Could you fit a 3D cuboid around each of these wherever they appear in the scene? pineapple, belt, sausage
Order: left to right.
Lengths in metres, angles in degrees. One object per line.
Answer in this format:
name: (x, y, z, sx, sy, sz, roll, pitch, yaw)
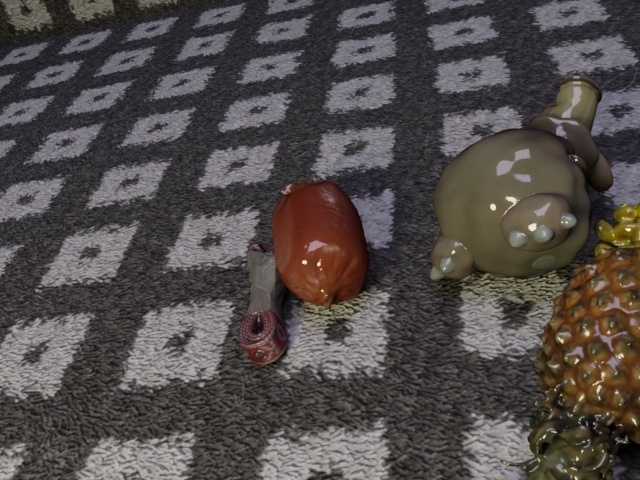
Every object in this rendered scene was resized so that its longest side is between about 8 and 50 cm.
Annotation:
belt: (-0.082, 0.089, 1.017, 0.071, 0.053, 0.232, -19, 36, 9)
sausage: (0.000, 0.000, 1.023, 0.148, 0.148, 0.254, -11, 37, 7)
pineapple: (0.279, 0.173, 0.708, 0.175, 0.175, 0.361, 23, 67, 40)

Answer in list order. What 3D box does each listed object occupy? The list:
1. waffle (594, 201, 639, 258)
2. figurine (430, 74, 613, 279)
waffle: (0.526, 0.023, 0.860, 0.312, 0.060, 0.307, -16, 40, 1)
figurine: (0.304, -0.096, 0.971, 0.380, 0.203, 0.248, -49, 16, -33)
